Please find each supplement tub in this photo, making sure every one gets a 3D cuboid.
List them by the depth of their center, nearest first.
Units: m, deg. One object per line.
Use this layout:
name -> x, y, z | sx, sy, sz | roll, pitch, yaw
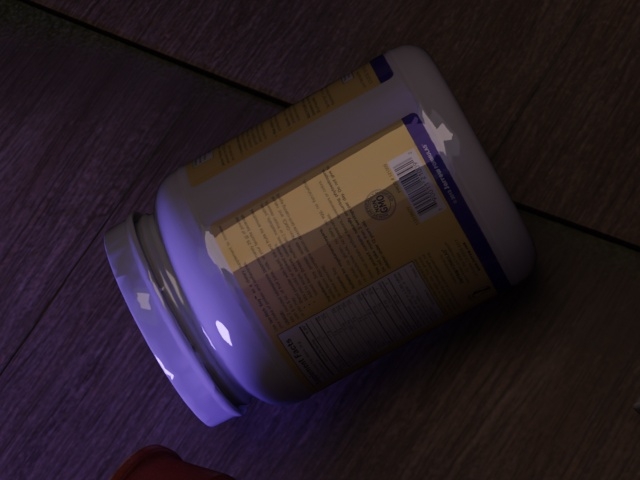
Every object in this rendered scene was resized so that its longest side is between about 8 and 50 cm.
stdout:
supplement tub -> 0.000, 0.000, 1.765 | 0.331, 0.241, 0.241 | -29, 53, 4

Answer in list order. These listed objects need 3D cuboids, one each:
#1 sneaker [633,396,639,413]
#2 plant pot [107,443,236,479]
sneaker -> 0.335, 0.174, 1.630 | 0.084, 0.069, 0.185 | -41, 47, 6
plant pot -> -0.037, 0.319, 1.585 | 0.265, 0.272, 0.272 | 8, 64, 19
